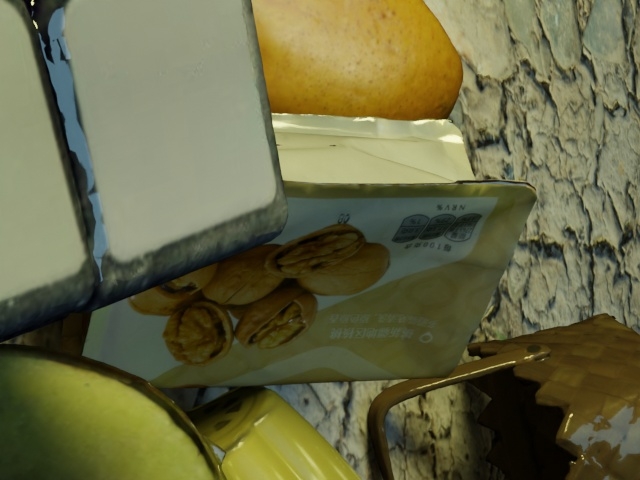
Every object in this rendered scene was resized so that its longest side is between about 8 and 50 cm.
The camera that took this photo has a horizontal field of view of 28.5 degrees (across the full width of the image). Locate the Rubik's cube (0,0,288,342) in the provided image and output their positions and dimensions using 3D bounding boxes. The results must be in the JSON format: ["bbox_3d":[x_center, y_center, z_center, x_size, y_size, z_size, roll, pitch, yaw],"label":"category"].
[{"bbox_3d":[-0.244,-0.110,0.631,0.313,0.318,0.316,-22,104,-50],"label":"Rubik's cube"}]

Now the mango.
[{"bbox_3d":[-0.029,-0.165,1.028,0.350,0.201,0.199,16,51,-43],"label":"mango"}]

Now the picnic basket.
[{"bbox_3d":[0.222,0.229,1.285,0.321,0.291,0.254,-17,104,-10],"label":"picnic basket"}]

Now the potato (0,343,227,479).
[{"bbox_3d":[-0.162,0.201,0.863,0.255,0.269,0.112,90,26,-46],"label":"potato"}]

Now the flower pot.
[{"bbox_3d":[-0.051,0.217,0.979,0.195,0.195,0.179,-44,111,-45],"label":"flower pot"}]

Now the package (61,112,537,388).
[{"bbox_3d":[-0.032,-0.011,0.940,0.311,0.221,0.165,0,43,-22],"label":"package"}]
